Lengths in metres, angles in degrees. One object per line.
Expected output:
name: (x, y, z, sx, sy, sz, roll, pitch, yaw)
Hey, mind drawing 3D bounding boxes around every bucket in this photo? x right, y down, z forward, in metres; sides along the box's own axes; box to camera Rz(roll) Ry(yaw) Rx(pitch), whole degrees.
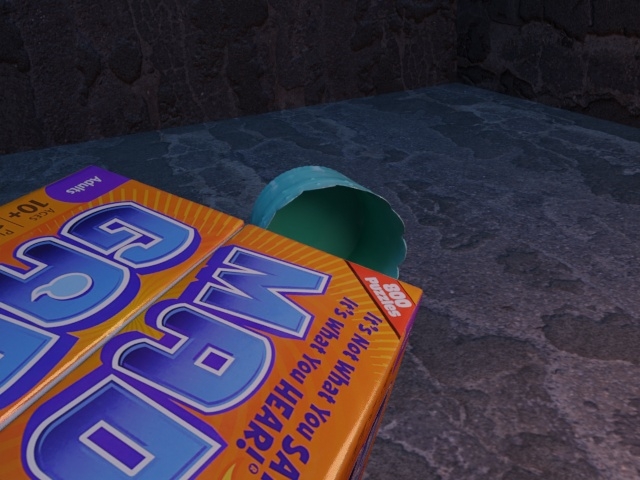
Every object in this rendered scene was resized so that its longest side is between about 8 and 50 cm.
bucket: (0.000, 0.000, 1.189, 0.281, 0.281, 0.183, -10, 23, -12)

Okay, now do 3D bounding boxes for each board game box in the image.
board game box: (-0.166, 0.202, 0.535, 0.356, 0.357, 0.356, 20, 30, 13)
